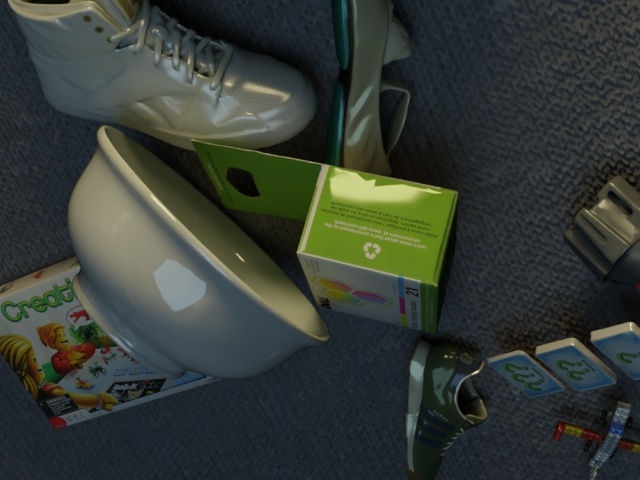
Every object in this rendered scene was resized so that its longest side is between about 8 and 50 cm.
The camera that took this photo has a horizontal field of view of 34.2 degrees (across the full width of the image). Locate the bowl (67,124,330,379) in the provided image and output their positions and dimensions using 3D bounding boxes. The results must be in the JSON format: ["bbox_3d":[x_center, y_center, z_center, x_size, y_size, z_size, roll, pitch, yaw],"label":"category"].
[{"bbox_3d":[-0.140,0.038,0.998,0.298,0.298,0.134,43,94,-10],"label":"bowl"}]

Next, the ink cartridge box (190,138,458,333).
[{"bbox_3d":[0.000,0.000,1.021,0.255,0.097,0.189,12,163,10],"label":"ink cartridge box"}]

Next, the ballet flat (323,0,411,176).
[{"bbox_3d":[0.047,-0.161,0.986,0.086,0.086,0.248,10,123,11],"label":"ballet flat"}]

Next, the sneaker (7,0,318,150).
[{"bbox_3d":[-0.153,-0.179,0.976,0.293,0.108,0.169,8,149,12],"label":"sneaker"}]

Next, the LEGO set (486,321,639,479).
[{"bbox_3d":[0.312,0.187,1.082,0.244,0.060,0.182,40,140,-26],"label":"LEGO set"}]

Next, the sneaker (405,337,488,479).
[{"bbox_3d":[0.144,0.202,1.169,0.086,0.064,0.192,7,118,18],"label":"sneaker"}]

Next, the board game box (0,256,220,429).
[{"bbox_3d":[-0.244,0.104,1.234,0.305,0.053,0.193,-20,111,26],"label":"board game box"}]

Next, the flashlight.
[{"bbox_3d":[0.354,0.082,0.956,0.103,0.103,0.304,-46,69,8],"label":"flashlight"}]
